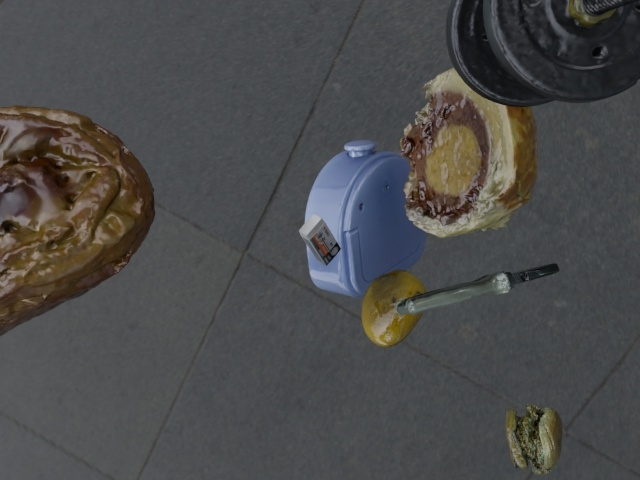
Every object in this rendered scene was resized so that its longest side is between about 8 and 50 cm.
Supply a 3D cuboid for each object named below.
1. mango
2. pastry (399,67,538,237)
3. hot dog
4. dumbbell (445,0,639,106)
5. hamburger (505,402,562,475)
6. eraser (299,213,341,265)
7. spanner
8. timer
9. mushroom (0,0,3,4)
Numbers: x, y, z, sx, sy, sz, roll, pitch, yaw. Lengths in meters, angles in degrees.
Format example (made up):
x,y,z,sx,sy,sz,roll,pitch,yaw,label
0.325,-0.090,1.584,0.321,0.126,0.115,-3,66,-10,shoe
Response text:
x,y,z,sx,sy,sz,roll,pitch,yaw,label
0.153,0.143,1.618,0.137,0.195,0.098,-9,125,19,mango
0.252,-0.137,1.206,0.237,0.170,0.255,-28,60,50,pastry
-0.223,0.000,0.511,0.227,0.099,0.160,-33,57,10,hot dog
0.188,-0.182,0.630,0.143,0.325,0.143,0,98,-1,dumbbell
0.513,0.480,1.833,0.131,0.159,0.184,-6,108,14,hamburger
0.000,0.000,1.553,0.029,0.122,0.052,31,74,36,eraser
0.297,0.086,1.424,0.325,0.096,0.040,-13,87,-15,spanner
0.108,-0.071,1.975,0.173,0.395,0.394,10,114,38,timer
-0.336,-0.236,0.666,0.123,0.351,0.095,39,152,2,mushroom
